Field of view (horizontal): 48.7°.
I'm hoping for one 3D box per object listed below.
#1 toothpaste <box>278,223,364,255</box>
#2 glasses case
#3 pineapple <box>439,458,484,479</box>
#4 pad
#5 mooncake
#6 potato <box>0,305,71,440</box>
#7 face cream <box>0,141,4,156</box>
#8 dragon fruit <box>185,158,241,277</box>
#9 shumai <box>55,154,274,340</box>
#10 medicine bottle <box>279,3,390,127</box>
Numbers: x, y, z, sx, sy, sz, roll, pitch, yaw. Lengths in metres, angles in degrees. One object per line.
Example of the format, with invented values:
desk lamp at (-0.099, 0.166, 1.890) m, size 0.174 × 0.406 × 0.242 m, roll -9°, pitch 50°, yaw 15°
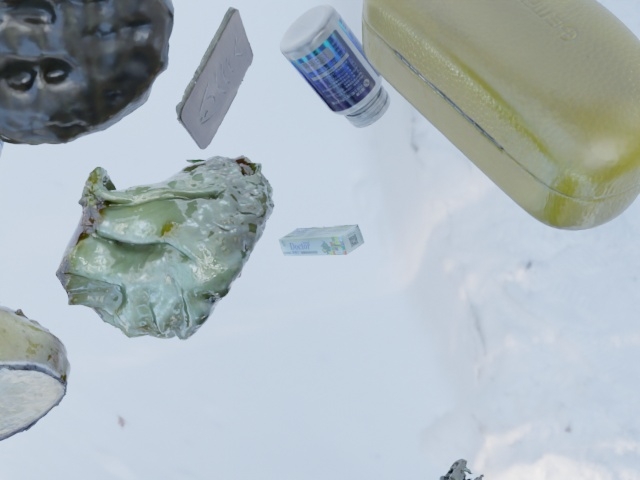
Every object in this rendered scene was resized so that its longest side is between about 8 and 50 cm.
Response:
toothpaste at (0.000, 0.000, 1.152) m, size 0.164 × 0.046 × 0.034 m, roll -3°, pitch 113°, yaw 50°
glasses case at (0.196, -0.185, 0.724) m, size 0.371 × 0.173 × 0.141 m, roll 52°, pitch 158°, yaw 31°
pineapple at (0.089, 0.360, 0.816) m, size 0.175 × 0.361 × 0.175 m, roll 18°, pitch 118°, yaw 37°
pad at (-0.241, -0.368, 1.664) m, size 0.018 × 0.284 × 0.286 m, roll 25°, pitch 172°, yaw 8°
mooncake at (-0.224, -0.183, 0.546) m, size 0.228 × 0.228 × 0.124 m, roll 100°, pitch 150°, yaw -48°
potato at (-0.464, 0.137, 0.837) m, size 0.299 × 0.196 × 0.246 m, roll -24°, pitch 153°, yaw 6°
face cream at (-0.682, -0.217, 1.356) m, size 0.083 × 0.149 × 0.264 m, roll -56°, pitch 44°, yaw 24°
dragon fruit at (-0.267, -0.048, 1.655) m, size 0.189 × 0.291 × 0.291 m, roll 7°, pitch 136°, yaw 4°
shumai at (-0.134, -0.008, 0.598) m, size 0.141 × 0.184 × 0.184 m, roll 31°, pitch 143°, yaw -12°
medicine bottle at (0.030, -0.274, 1.138) m, size 0.106 × 0.107 × 0.191 m, roll -7°, pitch 140°, yaw 41°
